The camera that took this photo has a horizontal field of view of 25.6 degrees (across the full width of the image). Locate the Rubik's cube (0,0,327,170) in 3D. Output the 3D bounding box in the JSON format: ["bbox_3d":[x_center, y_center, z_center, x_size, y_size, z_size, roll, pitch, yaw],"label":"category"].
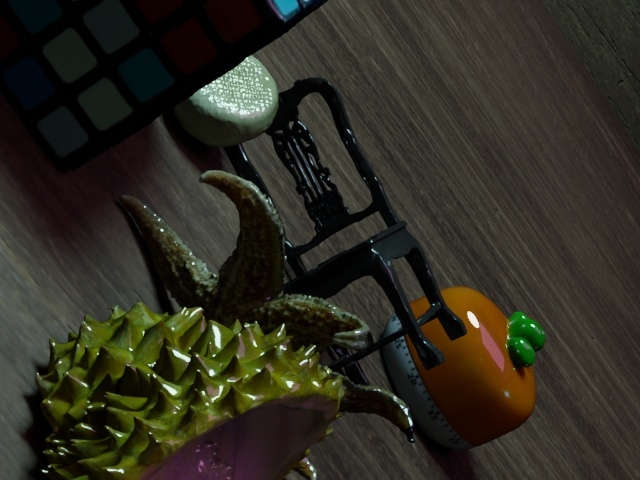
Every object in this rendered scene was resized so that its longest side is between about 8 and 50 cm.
[{"bbox_3d":[-0.108,-0.182,0.862,0.187,0.182,0.184,57,27,-9],"label":"Rubik's cube"}]

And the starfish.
[{"bbox_3d":[-0.043,0.052,0.845,0.238,0.213,0.057,29,47,26],"label":"starfish"}]

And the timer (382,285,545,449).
[{"bbox_3d":[0.125,0.097,1.142,0.136,0.136,0.099,57,16,-9],"label":"timer"}]

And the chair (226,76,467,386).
[{"bbox_3d":[0.000,0.000,1.006,0.229,0.106,0.113,60,19,3],"label":"chair"}]

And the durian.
[{"bbox_3d":[-0.067,0.100,0.733,0.182,0.165,0.132,9,84,-36],"label":"durian"}]

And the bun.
[{"bbox_3d":[-0.076,-0.103,1.030,0.086,0.055,0.086,18,50,-23],"label":"bun"}]
